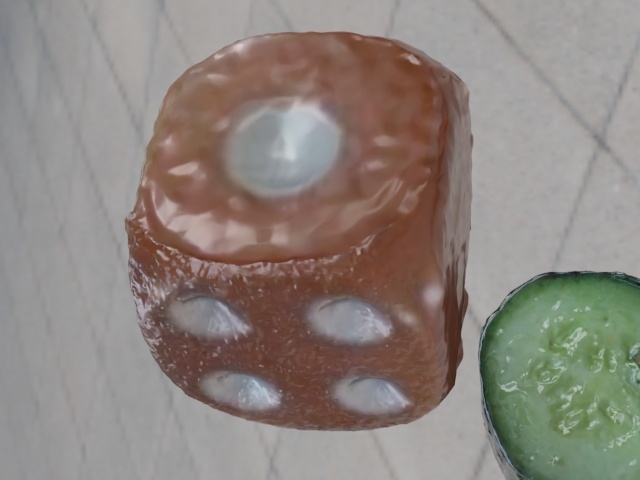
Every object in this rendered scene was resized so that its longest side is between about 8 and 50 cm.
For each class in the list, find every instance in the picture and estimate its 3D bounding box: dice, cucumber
[{"bbox_3d":[0.000,0.000,0.813,0.179,0.174,0.175,74,-159,-49],"label":"dice"},{"bbox_3d":[0.205,0.123,1.123,0.130,0.191,0.191,67,-170,-63],"label":"cucumber"}]
